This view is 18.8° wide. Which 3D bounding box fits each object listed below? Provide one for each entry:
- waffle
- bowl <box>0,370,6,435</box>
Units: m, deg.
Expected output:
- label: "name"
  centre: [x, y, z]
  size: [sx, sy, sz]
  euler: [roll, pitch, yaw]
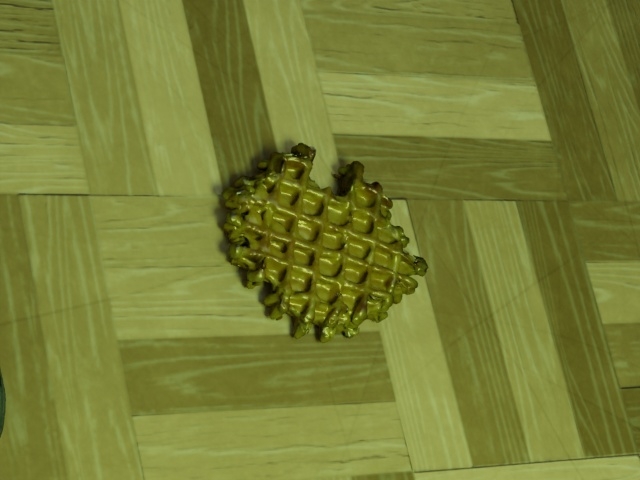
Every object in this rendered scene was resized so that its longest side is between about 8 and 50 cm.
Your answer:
- label: "waffle"
  centre: [0.000, 0.000, 2.180]
  size: [0.232, 0.051, 0.228]
  euler: [-31, 89, -38]
- label: "bowl"
  centre: [-0.423, 0.154, 1.779]
  size: [0.238, 0.126, 0.237]
  euler: [15, 60, -27]
